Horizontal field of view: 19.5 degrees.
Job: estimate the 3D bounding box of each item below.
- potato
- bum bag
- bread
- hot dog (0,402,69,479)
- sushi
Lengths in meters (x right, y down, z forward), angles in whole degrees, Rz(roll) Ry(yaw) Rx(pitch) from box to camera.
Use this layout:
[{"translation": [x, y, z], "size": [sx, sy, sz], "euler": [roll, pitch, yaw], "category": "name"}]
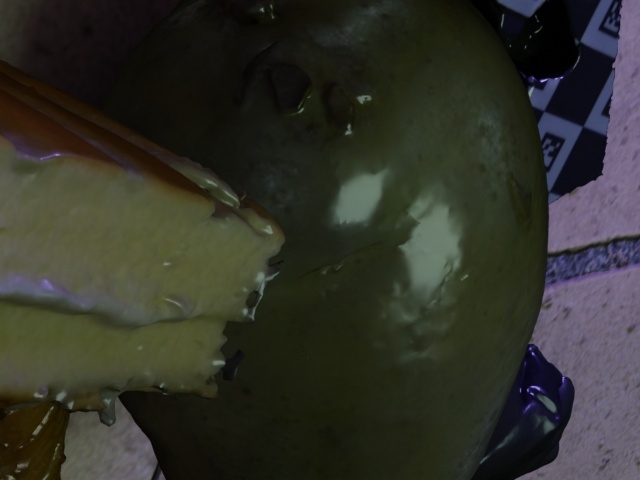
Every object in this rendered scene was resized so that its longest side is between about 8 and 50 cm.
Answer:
[{"translation": [0.000, 0.000, 0.896], "size": [0.243, 0.221, 0.326], "euler": [-63, 159, -51], "category": "potato"}, {"translation": [0.104, 0.111, 1.283], "size": [0.142, 0.080, 0.326], "euler": [-53, 149, 1], "category": "bum bag"}, {"translation": [-0.167, -0.022, 0.638], "size": [0.239, 0.246, 0.111], "euler": [9, 102, -56], "category": "bread"}, {"translation": [-0.155, 0.071, 0.916], "size": [0.088, 0.061, 0.285], "euler": [-43, 149, -42], "category": "hot dog"}, {"translation": [0.089, -0.105, 1.102], "size": [0.220, 0.047, 0.231], "euler": [-26, 133, -33], "category": "sushi"}]
